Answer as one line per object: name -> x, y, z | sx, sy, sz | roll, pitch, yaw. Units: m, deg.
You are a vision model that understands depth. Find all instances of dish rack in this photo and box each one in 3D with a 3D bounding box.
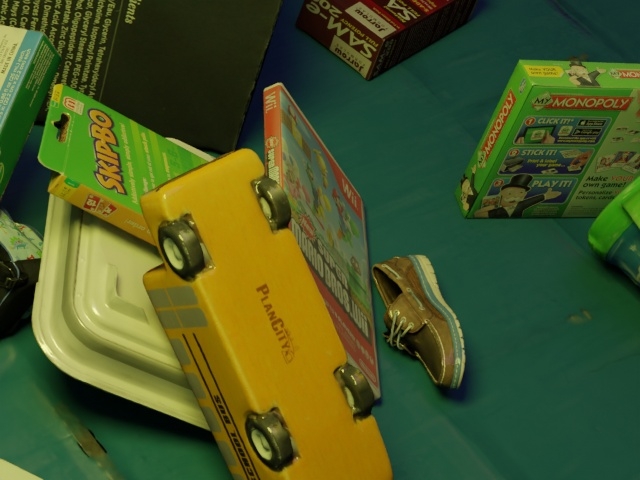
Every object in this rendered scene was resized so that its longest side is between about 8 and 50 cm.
dish rack -> -0.128, 0.022, 1.405 | 0.285, 0.072, 0.333 | 25, 38, -25

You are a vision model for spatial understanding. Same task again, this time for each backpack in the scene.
backpack -> -0.313, 0.023, 1.373 | 0.114, 0.105, 0.084 | 48, 27, 21

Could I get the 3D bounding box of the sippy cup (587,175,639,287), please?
sippy cup -> 0.457, 0.015, 1.608 | 0.305, 0.240, 0.224 | -26, 72, -28

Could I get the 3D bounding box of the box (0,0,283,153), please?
box -> -0.297, -0.391, 1.648 | 0.472, 0.297, 0.480 | 8, 46, -13

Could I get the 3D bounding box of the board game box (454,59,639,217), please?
board game box -> 0.338, -0.113, 1.681 | 0.317, 0.213, 0.046 | 0, 47, -22

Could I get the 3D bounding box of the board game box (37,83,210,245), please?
board game box -> -0.149, -0.046, 1.360 | 0.259, 0.039, 0.124 | 30, 35, -25

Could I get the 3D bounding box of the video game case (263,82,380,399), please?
video game case -> 0.000, 0.000, 1.471 | 0.025, 0.204, 0.285 | -21, 43, 17

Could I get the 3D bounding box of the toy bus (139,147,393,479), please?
toy bus -> -0.054, 0.094, 1.251 | 0.108, 0.130, 0.332 | -28, 99, -29

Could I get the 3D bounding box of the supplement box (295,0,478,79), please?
supplement box -> 0.095, -0.311, 1.886 | 0.130, 0.073, 0.239 | 39, 47, 17

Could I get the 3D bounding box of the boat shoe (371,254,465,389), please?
boat shoe -> 0.098, 0.088, 1.502 | 0.066, 0.066, 0.183 | -2, 38, -16

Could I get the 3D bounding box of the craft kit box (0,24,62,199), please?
craft kit box -> -0.402, -0.099, 1.361 | 0.247, 0.061, 0.250 | 14, 70, 17

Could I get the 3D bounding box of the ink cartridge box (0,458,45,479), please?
ink cartridge box -> -0.237, 0.252, 1.152 | 0.175, 0.127, 0.072 | 25, 44, 4
